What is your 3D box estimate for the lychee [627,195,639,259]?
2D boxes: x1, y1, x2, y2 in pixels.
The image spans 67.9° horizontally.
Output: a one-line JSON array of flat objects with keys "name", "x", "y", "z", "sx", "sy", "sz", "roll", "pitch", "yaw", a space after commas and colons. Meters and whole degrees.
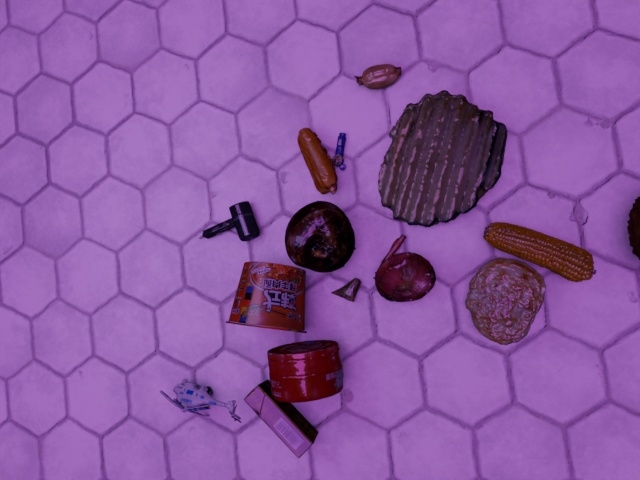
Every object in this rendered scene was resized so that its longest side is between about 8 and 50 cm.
[{"name": "lychee", "x": 0.950, "y": -0.034, "z": 1.215, "sx": 0.276, "sy": 0.276, "sz": 0.303, "roll": -5, "pitch": 80, "yaw": 12}]

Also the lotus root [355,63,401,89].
[{"name": "lotus root", "x": 0.184, "y": -0.520, "z": 1.511, "sx": 0.151, "sy": 0.062, "sz": 0.072, "roll": -8, "pitch": 108, "yaw": 13}]

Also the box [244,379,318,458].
[{"name": "box", "x": -0.118, "y": 0.547, "z": 1.479, "sx": 0.240, "sy": 0.159, "sz": 0.071, "roll": 43, "pitch": 89, "yaw": 12}]

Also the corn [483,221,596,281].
[{"name": "corn", "x": 0.626, "y": 0.021, "z": 1.370, "sx": 0.313, "sy": 0.102, "sz": 0.101, "roll": 26, "pitch": 93, "yaw": 14}]

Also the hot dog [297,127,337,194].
[{"name": "hot dog", "x": -0.003, "y": -0.252, "z": 1.524, "sx": 0.076, "sy": 0.102, "sz": 0.249, "roll": -18, "pitch": 74, "yaw": -18}]

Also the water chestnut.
[{"name": "water chestnut", "x": 0.000, "y": 0.000, "z": 1.443, "sx": 0.224, "sy": 0.238, "sz": 0.223, "roll": -10, "pitch": 119, "yaw": -19}]

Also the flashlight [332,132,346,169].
[{"name": "flashlight", "x": 0.062, "y": -0.290, "z": 1.539, "sx": 0.058, "sy": 0.035, "sz": 0.121, "roll": 10, "pitch": 90, "yaw": 16}]

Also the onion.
[{"name": "onion", "x": 0.250, "y": 0.099, "z": 1.432, "sx": 0.184, "sy": 0.184, "sz": 0.147, "roll": -22, "pitch": 41, "yaw": 10}]

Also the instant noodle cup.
[{"name": "instant noodle cup", "x": -0.152, "y": 0.176, "z": 1.471, "sx": 0.251, "sy": 0.250, "sz": 0.191, "roll": 5, "pitch": 79, "yaw": 13}]

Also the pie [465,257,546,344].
[{"name": "pie", "x": 0.532, "y": 0.170, "z": 1.390, "sx": 0.201, "sy": 0.090, "sz": 0.247, "roll": 26, "pitch": 93, "yaw": 23}]

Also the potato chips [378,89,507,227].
[{"name": "potato chips", "x": 0.369, "y": -0.241, "z": 1.458, "sx": 0.359, "sy": 0.070, "sz": 0.428, "roll": 17, "pitch": 90, "yaw": 15}]

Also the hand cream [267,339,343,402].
[{"name": "hand cream", "x": -0.046, "y": 0.391, "z": 1.437, "sx": 0.231, "sy": 0.230, "sz": 0.149, "roll": -5, "pitch": 87, "yaw": 12}]

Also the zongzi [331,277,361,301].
[{"name": "zongzi", "x": 0.083, "y": 0.148, "z": 1.519, "sx": 0.083, "sy": 0.040, "sz": 0.076, "roll": 20, "pitch": 85, "yaw": 30}]

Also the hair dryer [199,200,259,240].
[{"name": "hair dryer", "x": -0.317, "y": -0.039, "z": 1.600, "sx": 0.219, "sy": 0.071, "sz": 0.124, "roll": -20, "pitch": 84, "yaw": 17}]

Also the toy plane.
[{"name": "toy plane", "x": -0.380, "y": 0.509, "z": 1.537, "sx": 0.273, "sy": 0.182, "sz": 0.107, "roll": -14, "pitch": 45, "yaw": 41}]

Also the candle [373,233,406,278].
[{"name": "candle", "x": 0.215, "y": 0.052, "z": 1.498, "sx": 0.026, "sy": 0.021, "sz": 0.167, "roll": 38, "pitch": 98, "yaw": 38}]
